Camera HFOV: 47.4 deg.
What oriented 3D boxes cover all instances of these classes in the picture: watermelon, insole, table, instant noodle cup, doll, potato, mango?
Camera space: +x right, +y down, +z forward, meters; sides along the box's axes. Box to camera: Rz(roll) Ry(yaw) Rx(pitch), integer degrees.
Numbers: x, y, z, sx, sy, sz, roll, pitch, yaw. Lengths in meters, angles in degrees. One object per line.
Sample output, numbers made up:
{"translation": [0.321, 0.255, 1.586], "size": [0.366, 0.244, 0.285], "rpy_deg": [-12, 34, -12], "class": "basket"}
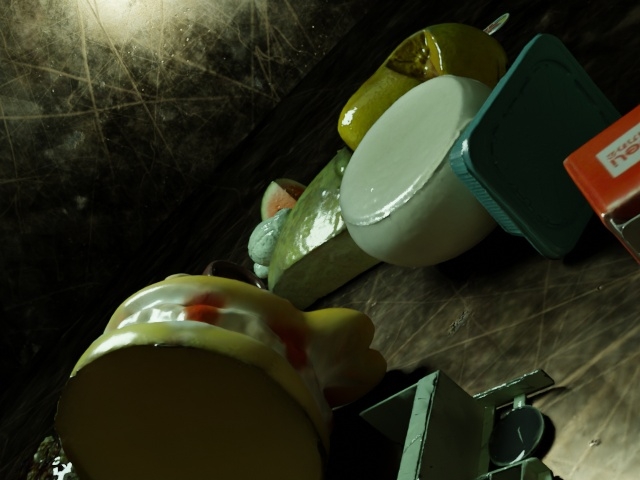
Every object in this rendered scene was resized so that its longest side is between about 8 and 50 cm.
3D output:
{"translation": [-0.052, -0.048, 1.411], "size": [0.094, 0.125, 0.135], "rpy_deg": [15, 91, 37], "class": "watermelon"}
{"translation": [0.282, -0.370, 1.396], "size": [0.193, 0.006, 0.065], "rpy_deg": [-35, 21, 36], "class": "insole"}
{"translation": [0.091, 0.176, 0.561], "size": [0.175, 0.062, 0.146], "rpy_deg": [-37, 19, 38], "class": "table"}
{"translation": [0.205, -0.089, 0.704], "size": [0.179, 0.157, 0.070], "rpy_deg": [-53, 20, -20], "class": "instant noodle cup"}
{"translation": [-0.070, 0.001, 1.251], "size": [0.104, 0.071, 0.214], "rpy_deg": [-14, -24, -25], "class": "doll"}
{"translation": [0.000, 0.000, 1.065], "size": [0.255, 0.112, 0.269], "rpy_deg": [-48, 22, 11], "class": "potato"}
{"translation": [0.147, -0.201, 1.033], "size": [0.262, 0.167, 0.130], "rpy_deg": [-37, 23, -7], "class": "mango"}

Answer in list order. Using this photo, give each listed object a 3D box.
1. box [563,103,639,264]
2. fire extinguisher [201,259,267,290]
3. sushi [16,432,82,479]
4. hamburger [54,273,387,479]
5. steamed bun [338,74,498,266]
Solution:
{"translation": [0.244, -0.009, 0.399], "size": [0.133, 0.182, 0.099], "rpy_deg": [-38, 20, 18], "class": "box"}
{"translation": [-0.202, 0.198, 1.104], "size": [0.344, 0.102, 0.138], "rpy_deg": [-56, 29, 22], "class": "fire extinguisher"}
{"translation": [-0.289, 0.350, 0.913], "size": [0.343, 0.196, 0.181], "rpy_deg": [-34, 39, 50], "class": "sushi"}
{"translation": [-0.093, 0.153, 0.750], "size": [0.303, 0.261, 0.186], "rpy_deg": [-19, 24, 22], "class": "hamburger"}
{"translation": [0.137, -0.067, 0.839], "size": [0.232, 0.145, 0.231], "rpy_deg": [-41, 28, 28], "class": "steamed bun"}
